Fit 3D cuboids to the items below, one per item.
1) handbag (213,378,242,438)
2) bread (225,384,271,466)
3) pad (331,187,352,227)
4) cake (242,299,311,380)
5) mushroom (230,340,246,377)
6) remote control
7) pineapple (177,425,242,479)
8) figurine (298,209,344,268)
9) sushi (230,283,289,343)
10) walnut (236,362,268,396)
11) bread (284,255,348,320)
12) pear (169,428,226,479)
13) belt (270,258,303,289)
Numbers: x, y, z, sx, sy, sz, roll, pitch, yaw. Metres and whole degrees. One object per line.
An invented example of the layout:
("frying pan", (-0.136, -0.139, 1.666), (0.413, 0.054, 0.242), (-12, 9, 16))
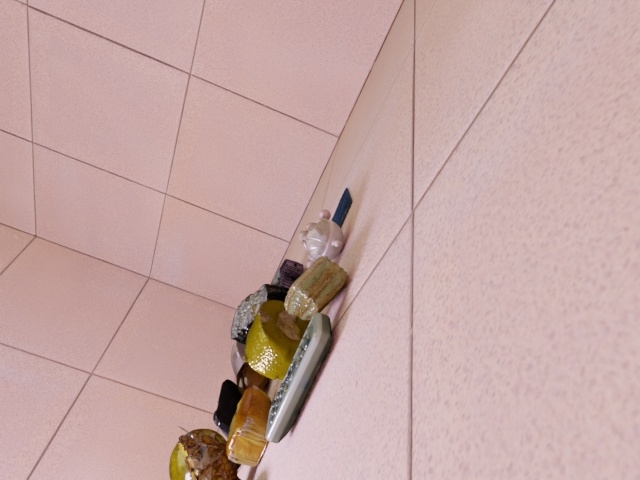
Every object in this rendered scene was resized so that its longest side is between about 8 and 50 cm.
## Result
("handbag", (-0.318, 0.652, 1.803), (0.075, 0.191, 0.332), (-37, 9, 2))
("bread", (-0.228, 0.597, 1.564), (0.152, 0.120, 0.288), (-64, 7, 7))
("pad", (0.054, -0.057, 1.802), (0.269, 0.012, 0.269), (-96, 28, -75))
("cake", (-0.122, 0.292, 1.409), (0.260, 0.179, 0.156), (-89, 21, -72))
("mushroom", (-0.330, 0.568, 2.118), (0.128, 0.129, 0.349), (-84, -3, -64))
("remote control", (-0.051, 0.343, 1.193), (0.128, 0.066, 0.335), (-84, 17, -72))
("pineapple", (-0.318, 0.709, 1.484), (0.334, 0.161, 0.158), (64, 155, 15))
("figurine", (0.006, 0.009, 1.538), (0.182, 0.144, 0.256), (-48, 5, 1))
("sushi", (-0.229, 0.312, 1.958), (0.350, 0.171, 0.210), (-43, 33, 38))
("walnut", (-0.272, 0.552, 1.929), (0.245, 0.137, 0.137), (-114, 46, -81))
("bread", (-0.016, 0.134, 1.277), (0.138, 0.102, 0.196), (-44, -8, -29))
("pear", (-0.516, 0.965, 2.077), (0.283, 0.284, 0.283), (-158, 90, -83))
("belt", (-0.178, 0.245, 2.197), (0.260, 0.122, 0.324), (176, 114, -76))
